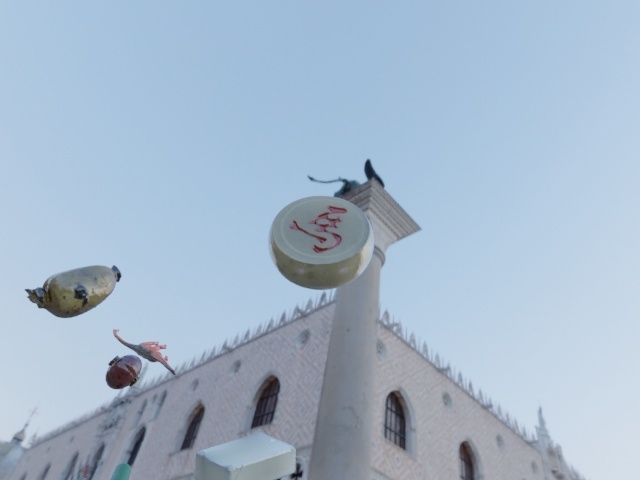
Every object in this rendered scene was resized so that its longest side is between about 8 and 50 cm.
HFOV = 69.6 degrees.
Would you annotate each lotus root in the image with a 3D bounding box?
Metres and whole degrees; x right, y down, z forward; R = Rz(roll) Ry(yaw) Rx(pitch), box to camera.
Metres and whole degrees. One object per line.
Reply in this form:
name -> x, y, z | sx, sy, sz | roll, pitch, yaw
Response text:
lotus root -> -0.721, 0.150, 1.371 | 0.154, 0.257, 0.140 | 3, -70, 45

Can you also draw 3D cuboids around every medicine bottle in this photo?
medicine bottle -> -0.564, 0.699, 1.232 | 0.064, 0.260, 0.095 | 13, -81, -11

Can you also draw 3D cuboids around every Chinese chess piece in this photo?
Chinese chess piece -> 0.000, 0.000, 1.163 | 0.273, 0.273, 0.102 | 5, -44, 6

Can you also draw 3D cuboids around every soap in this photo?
soap -> -0.156, 0.466, 0.970 | 0.121, 0.063, 0.183 | -2, -7, 43

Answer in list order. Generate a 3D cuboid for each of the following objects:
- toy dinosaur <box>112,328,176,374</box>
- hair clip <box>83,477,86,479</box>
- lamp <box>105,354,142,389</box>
toy dinosaur -> -0.548, 0.343, 1.455 | 0.280, 0.055, 0.101 | 18, 1, 32
hair clip -> -0.654, 0.800, 1.333 | 0.214, 0.056, 0.062 | 58, -34, 3
lamp -> -0.527, 0.351, 1.235 | 0.090, 0.101, 0.101 | 46, -51, -4
